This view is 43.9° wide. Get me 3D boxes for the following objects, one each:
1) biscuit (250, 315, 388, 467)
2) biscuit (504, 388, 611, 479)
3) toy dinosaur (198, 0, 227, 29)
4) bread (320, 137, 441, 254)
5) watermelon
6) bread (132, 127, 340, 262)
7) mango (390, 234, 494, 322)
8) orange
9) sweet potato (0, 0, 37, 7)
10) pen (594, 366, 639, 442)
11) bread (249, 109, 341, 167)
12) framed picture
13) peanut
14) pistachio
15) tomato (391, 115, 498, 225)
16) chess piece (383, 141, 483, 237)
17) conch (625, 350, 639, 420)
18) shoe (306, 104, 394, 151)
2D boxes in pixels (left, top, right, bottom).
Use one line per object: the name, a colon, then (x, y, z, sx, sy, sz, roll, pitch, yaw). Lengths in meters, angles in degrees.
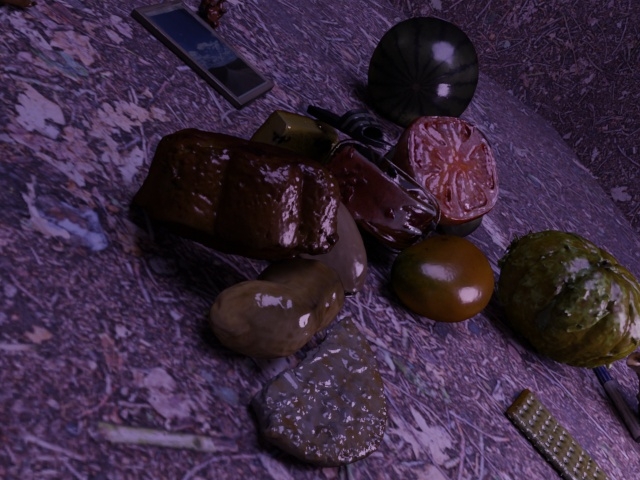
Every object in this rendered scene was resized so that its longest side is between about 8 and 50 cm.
biscuit: (0.018, 0.187, 0.923, 0.141, 0.038, 0.290, 46, 26, 6)
biscuit: (0.392, 0.341, 1.262, 0.231, 0.016, 0.139, 49, 24, 13)
toy dinosaur: (-0.225, -0.481, 1.634, 0.049, 0.055, 0.154, 21, 39, -33)
bread: (0.092, -0.067, 1.350, 0.224, 0.142, 0.212, 38, 11, -2)
watermelon: (0.257, -0.420, 1.995, 0.279, 0.279, 0.359, 38, 25, -11)
bread: (-0.099, -0.049, 0.957, 0.247, 0.135, 0.232, 20, 14, 29)
mango: (0.203, 0.066, 1.307, 0.151, 0.120, 0.221, 51, 32, 15)
orange: (0.468, 0.117, 1.501, 0.301, 0.223, 0.300, 13, 27, -43)
sweet potato: (-0.474, -0.370, 1.080, 0.206, 0.060, 0.068, 28, 65, -50)
pen: (0.599, 0.319, 1.597, 0.025, 0.025, 0.204, 28, 28, -30)
bread: (-0.024, -0.171, 1.391, 0.226, 0.088, 0.049, 1, 46, -54)
framed picture: (-0.214, -0.351, 1.485, 0.260, 0.023, 0.189, 42, 27, -2)
peanut: (-0.044, 0.078, 0.940, 0.229, 0.103, 0.098, -23, 106, -64)
pistachio: (0.000, 0.000, 1.124, 0.185, 0.108, 0.126, 49, 30, -9)
tomato: (0.233, -0.133, 1.534, 0.237, 0.095, 0.236, 11, 69, -30)
chess piece: (0.239, -0.110, 1.651, 0.243, 0.133, 0.133, 48, 24, 0)
conch: (0.704, 0.345, 1.565, 0.291, 0.159, 0.210, 29, 34, -4)
shoe: (0.054, -0.208, 1.357, 0.179, 0.049, 0.071, 32, 18, 30)
